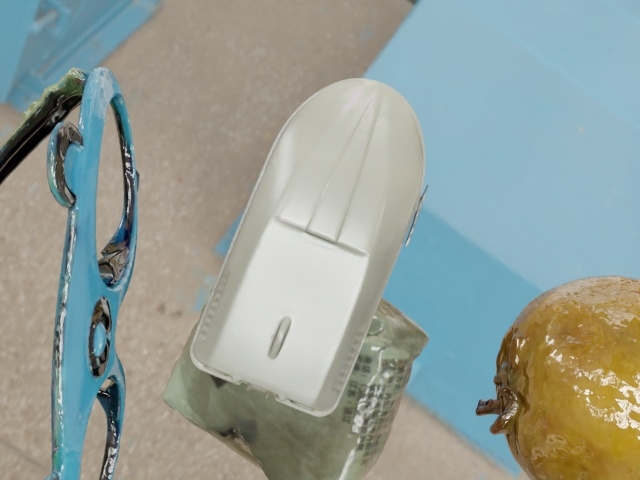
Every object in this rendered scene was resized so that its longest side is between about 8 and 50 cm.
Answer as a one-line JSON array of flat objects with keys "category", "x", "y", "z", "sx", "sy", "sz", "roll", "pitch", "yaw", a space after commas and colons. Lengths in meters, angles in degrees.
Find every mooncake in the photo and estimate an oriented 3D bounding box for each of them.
[{"category": "mooncake", "x": -0.021, "y": 0.140, "z": 1.373, "sx": 0.250, "sy": 0.254, "sz": 0.136, "roll": 32, "pitch": 18, "yaw": 19}]

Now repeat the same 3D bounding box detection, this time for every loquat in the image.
[{"category": "loquat", "x": 0.258, "y": 0.132, "z": 1.038, "sx": 0.238, "sy": 0.193, "sz": 0.238, "roll": 14, "pitch": 36, "yaw": -10}]

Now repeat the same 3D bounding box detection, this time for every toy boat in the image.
[{"category": "toy boat", "x": -0.002, "y": 0.004, "z": 1.029, "sx": 0.140, "sy": 0.141, "sz": 0.269, "roll": 25, "pitch": 74, "yaw": -11}]

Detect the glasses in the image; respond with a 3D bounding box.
[{"category": "glasses", "x": -0.159, "y": 0.032, "z": 0.603, "sx": 0.102, "sy": 0.207, "sz": 0.239, "roll": 0, "pitch": 98, "yaw": -52}]
